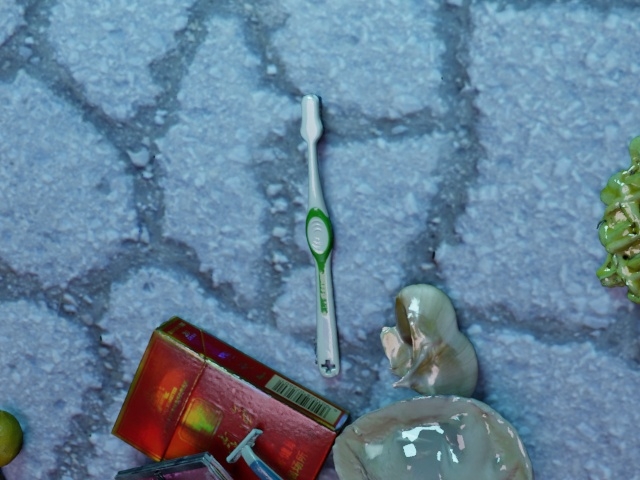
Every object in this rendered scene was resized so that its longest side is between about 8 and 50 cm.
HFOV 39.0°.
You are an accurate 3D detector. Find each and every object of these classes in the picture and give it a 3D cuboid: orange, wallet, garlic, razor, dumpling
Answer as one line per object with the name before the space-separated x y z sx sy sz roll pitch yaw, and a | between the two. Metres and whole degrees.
orange | -0.535 0.327 1.494 0.085 0.085 0.095 9 91 14
wallet | -0.208 0.380 1.360 0.232 0.025 0.119 -23 112 42
garlic | 0.149 0.146 1.252 0.124 0.099 0.175 -16 96 4
razor | -0.047 0.357 1.291 0.191 0.037 0.068 42 108 2
dumpling | 0.149 0.304 1.225 0.243 0.175 0.227 -14 120 -6

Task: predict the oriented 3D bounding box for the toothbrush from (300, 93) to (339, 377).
toothbrush | -0.001 0.001 1.290 0.042 0.040 0.418 -1 102 14

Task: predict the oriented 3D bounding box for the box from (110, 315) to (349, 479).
box | -0.139 0.277 1.366 0.313 0.089 0.197 28 109 10

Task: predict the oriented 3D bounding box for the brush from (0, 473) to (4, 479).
brush | -0.544 0.414 1.538 0.036 0.043 0.248 -21 95 12

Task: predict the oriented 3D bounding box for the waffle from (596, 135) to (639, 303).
waffle | 0.508 -0.017 1.121 0.317 0.073 0.297 20 107 11
